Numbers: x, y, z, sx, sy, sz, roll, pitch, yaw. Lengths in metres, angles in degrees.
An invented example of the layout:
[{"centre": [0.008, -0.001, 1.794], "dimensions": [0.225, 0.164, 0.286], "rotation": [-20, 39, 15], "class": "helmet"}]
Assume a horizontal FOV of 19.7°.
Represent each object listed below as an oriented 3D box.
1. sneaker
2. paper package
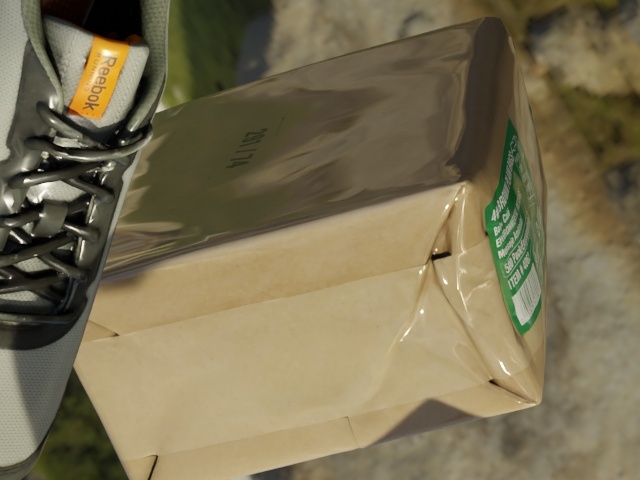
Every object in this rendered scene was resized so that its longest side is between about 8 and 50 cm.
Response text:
[{"centre": [-0.116, -0.031, 0.709], "dimensions": [0.108, 0.100, 0.271], "rotation": [14, 95, 50], "class": "sneaker"}, {"centre": [0.000, 0.000, 1.290], "dimensions": [0.325, 0.309, 0.168], "rotation": [-72, -37, -63], "class": "paper package"}]
